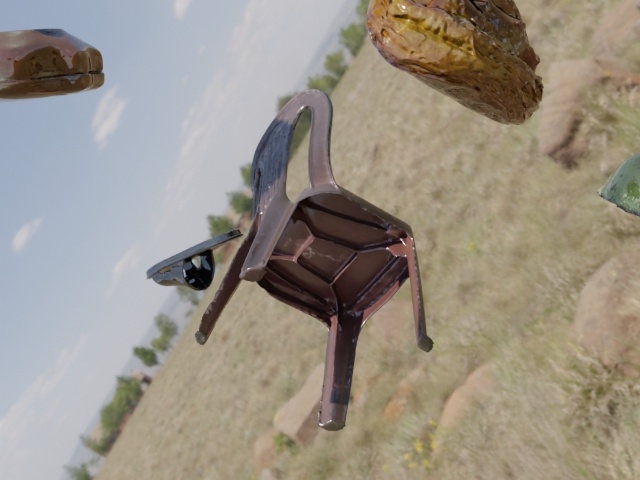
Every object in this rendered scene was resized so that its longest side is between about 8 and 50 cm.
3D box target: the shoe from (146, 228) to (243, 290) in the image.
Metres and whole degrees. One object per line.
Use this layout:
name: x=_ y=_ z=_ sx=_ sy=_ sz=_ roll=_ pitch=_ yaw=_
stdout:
shoe: x=-0.144 y=0.033 z=0.883 sx=0.159 sy=0.053 sz=0.062 roll=-26 pitch=1 yaw=38

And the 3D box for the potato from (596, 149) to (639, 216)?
potato: x=0.474 y=-0.054 z=0.890 sx=0.160 sy=0.271 sz=0.111 roll=-6 pitch=-62 yaw=-59

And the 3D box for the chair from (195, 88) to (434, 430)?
chair: x=0.000 y=0.000 z=0.806 sx=0.175 sy=0.183 sz=0.326 roll=-49 pitch=18 yaw=36

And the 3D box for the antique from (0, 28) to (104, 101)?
antique: x=-0.562 y=-0.334 z=1.446 sx=0.223 sy=0.278 sz=0.129 roll=-52 pitch=-42 yaw=-71

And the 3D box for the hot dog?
hot dog: x=0.158 y=-0.207 z=0.812 sx=0.099 sy=0.227 sz=0.160 roll=-34 pitch=47 yaw=42
